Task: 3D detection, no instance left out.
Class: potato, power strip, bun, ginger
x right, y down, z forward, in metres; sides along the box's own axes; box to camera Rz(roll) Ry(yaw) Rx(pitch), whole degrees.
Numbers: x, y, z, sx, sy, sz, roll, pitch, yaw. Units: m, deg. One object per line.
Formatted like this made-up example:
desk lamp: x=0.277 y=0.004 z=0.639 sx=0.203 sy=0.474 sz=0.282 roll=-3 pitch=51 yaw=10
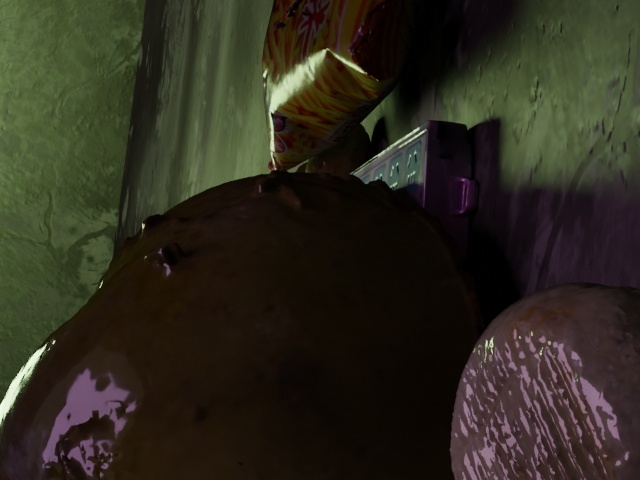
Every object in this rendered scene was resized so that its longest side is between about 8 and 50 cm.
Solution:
potato: x=-0.086 y=0.144 z=1.245 sx=0.442 sy=0.319 sz=0.385 roll=113 pitch=149 yaw=-50
power strip: x=0.060 y=-0.016 z=1.357 sx=0.279 sy=0.037 sz=0.109 roll=150 pitch=125 yaw=-74
bun: x=0.143 y=0.099 z=0.832 sx=0.164 sy=0.111 sz=0.188 roll=68 pitch=151 yaw=28
ginger: x=-0.005 y=-0.003 z=1.539 sx=0.115 sy=0.081 sz=0.205 roll=-9 pitch=64 yaw=44

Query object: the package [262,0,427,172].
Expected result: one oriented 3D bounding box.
package: x=0.026 y=-0.191 z=1.445 sx=0.288 sy=0.108 sz=0.223 roll=148 pitch=132 yaw=-63
